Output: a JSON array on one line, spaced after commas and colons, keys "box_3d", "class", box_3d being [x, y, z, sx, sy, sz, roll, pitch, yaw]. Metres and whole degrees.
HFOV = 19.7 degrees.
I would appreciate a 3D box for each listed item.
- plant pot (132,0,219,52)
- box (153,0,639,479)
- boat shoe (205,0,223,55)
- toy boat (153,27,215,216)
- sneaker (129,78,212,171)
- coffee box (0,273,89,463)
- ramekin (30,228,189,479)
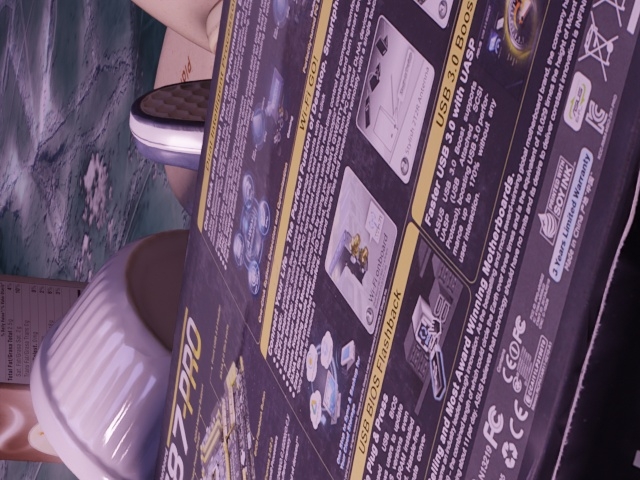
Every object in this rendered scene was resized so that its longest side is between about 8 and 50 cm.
[{"box_3d": [0.007, -0.194, 1.030, 0.191, 0.284, 0.284, 58, 160, -8], "class": "plant pot"}, {"box_3d": [0.039, 0.029, 0.671, 0.318, 0.097, 0.394, -128, 42, -53], "class": "box"}, {"box_3d": [0.082, -0.083, 0.822, 0.341, 0.122, 0.110, -4, 92, 43], "class": "boat shoe"}, {"box_3d": [-0.037, -0.174, 1.289, 0.267, 0.148, 0.318, 124, 138, -60], "class": "toy boat"}, {"box_3d": [0.001, 0.001, 0.998, 0.086, 0.226, 0.163, -110, 28, -63], "class": "sneaker"}, {"box_3d": [-0.177, 0.103, 1.397, 0.141, 0.247, 0.098, 127, 143, -54], "class": "coffee box"}, {"box_3d": [-0.077, 0.086, 1.214, 0.109, 0.207, 0.207, -59, 31, 31], "class": "ramekin"}]
